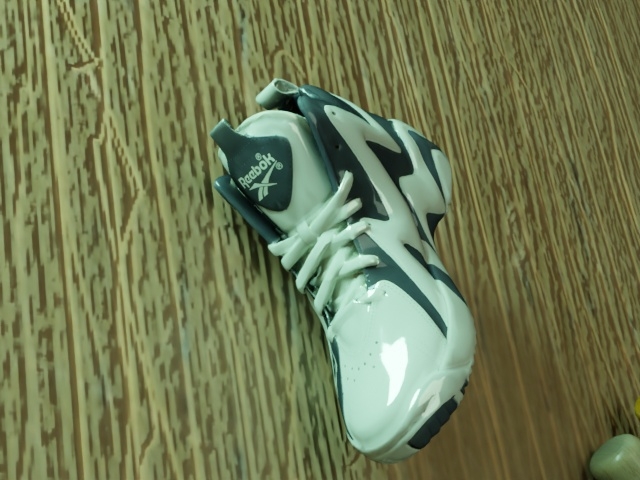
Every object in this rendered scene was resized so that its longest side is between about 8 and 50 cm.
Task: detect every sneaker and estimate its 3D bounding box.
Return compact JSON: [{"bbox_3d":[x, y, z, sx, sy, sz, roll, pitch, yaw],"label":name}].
[{"bbox_3d":[0.000,0.000,0.717,0.153,0.094,0.235,30,45,-27],"label":"sneaker"}]

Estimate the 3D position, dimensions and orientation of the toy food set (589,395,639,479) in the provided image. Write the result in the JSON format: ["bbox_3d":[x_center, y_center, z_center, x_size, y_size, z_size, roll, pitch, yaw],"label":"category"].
[{"bbox_3d":[0.229,0.179,0.802,0.104,0.111,0.232,51,8,-7],"label":"toy food set"}]
